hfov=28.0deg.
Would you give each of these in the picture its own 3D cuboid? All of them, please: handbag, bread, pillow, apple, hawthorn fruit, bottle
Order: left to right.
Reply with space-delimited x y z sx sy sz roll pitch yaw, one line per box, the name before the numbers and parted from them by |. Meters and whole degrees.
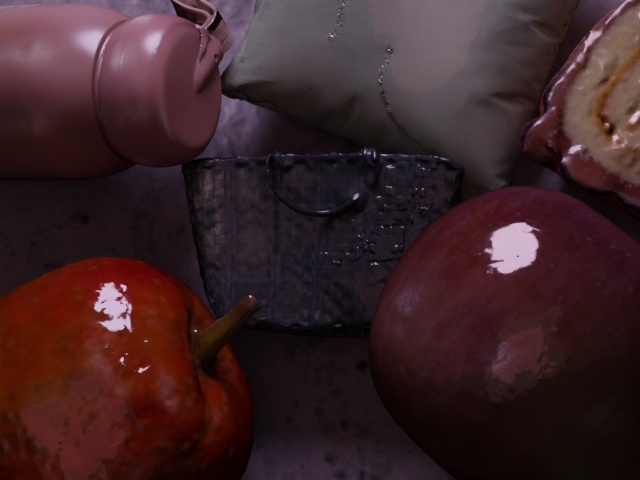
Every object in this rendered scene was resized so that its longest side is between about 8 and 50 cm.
bottle | -0.239 -0.156 1.234 0.297 0.173 0.206 1 52 25
hawthorn fruit | -0.177 0.144 1.140 0.330 0.287 0.287 -37 76 19
handbag | 0.000 0.000 1.201 0.270 0.088 0.175 1 100 13
pillow | 0.089 -0.219 1.216 0.312 0.119 0.310 23 92 12
apple | 0.179 0.102 1.057 0.305 0.306 0.235 37 83 14
bread | 0.316 -0.126 1.155 0.190 0.123 0.244 36 91 10
